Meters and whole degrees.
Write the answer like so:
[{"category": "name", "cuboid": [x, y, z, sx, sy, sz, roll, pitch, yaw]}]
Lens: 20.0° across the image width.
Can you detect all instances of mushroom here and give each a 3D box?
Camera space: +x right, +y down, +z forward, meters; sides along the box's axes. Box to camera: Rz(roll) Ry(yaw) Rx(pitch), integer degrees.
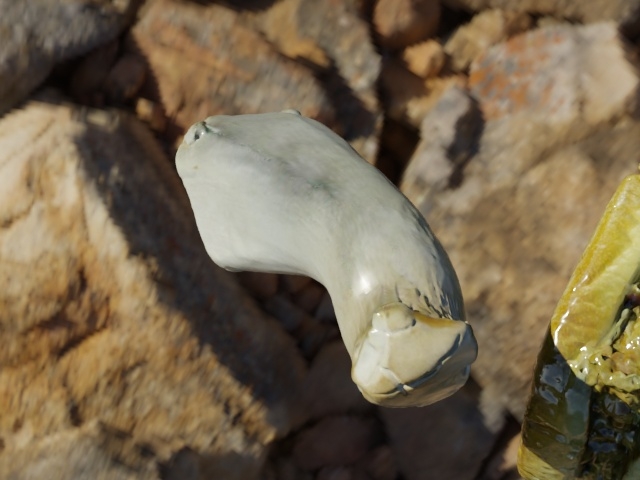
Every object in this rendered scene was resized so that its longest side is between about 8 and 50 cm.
[{"category": "mushroom", "cuboid": [0.001, -0.002, 0.952, 0.096, 0.278, 0.099, -45, 126, -4]}]

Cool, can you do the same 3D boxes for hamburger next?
[{"category": "hamburger", "cuboid": [0.191, 0.062, 0.992, 0.122, 0.215, 0.189, 21, 53, 13]}]
